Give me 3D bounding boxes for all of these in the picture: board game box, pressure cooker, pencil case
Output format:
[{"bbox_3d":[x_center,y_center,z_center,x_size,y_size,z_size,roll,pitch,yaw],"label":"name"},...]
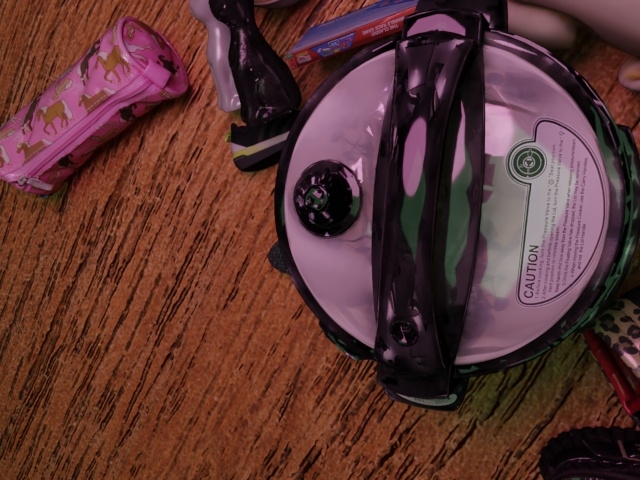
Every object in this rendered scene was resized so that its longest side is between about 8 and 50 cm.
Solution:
[{"bbox_3d":[0.097,-0.318,0.846,0.281,0.145,0.027,-13,120,24],"label":"board game box"},{"bbox_3d":[0.151,-0.036,0.690,0.375,0.420,0.370,-40,78,20],"label":"pressure cooker"},{"bbox_3d":[-0.413,-0.228,1.058,0.386,0.160,0.167,-31,81,21],"label":"pencil case"}]

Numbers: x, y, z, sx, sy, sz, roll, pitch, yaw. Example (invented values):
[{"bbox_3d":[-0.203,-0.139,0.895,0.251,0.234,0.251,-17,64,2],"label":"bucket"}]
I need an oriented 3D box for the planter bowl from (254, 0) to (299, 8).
[{"bbox_3d":[-0.062,-0.429,0.919,0.162,0.109,0.162,2,95,24],"label":"planter bowl"}]

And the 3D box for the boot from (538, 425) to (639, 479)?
[{"bbox_3d":[0.426,0.316,0.688,0.347,0.260,0.131,13,88,25],"label":"boot"}]

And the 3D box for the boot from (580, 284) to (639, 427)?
[{"bbox_3d":[0.501,0.156,0.660,0.284,0.138,0.377,-32,77,-1],"label":"boot"}]

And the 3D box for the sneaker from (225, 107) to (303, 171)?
[{"bbox_3d":[-0.057,-0.188,0.949,0.234,0.084,0.097,-19,84,23],"label":"sneaker"}]

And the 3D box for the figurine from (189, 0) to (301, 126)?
[{"bbox_3d":[-0.125,-0.293,0.877,0.092,0.215,0.210,-26,118,-15],"label":"figurine"}]

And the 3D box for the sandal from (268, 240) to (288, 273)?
[{"bbox_3d":[0.000,0.000,0.969,0.179,0.040,0.067,-28,88,8],"label":"sandal"}]

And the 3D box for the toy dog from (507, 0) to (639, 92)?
[{"bbox_3d":[0.391,-0.293,0.595,0.408,0.395,0.285,32,97,27],"label":"toy dog"}]
